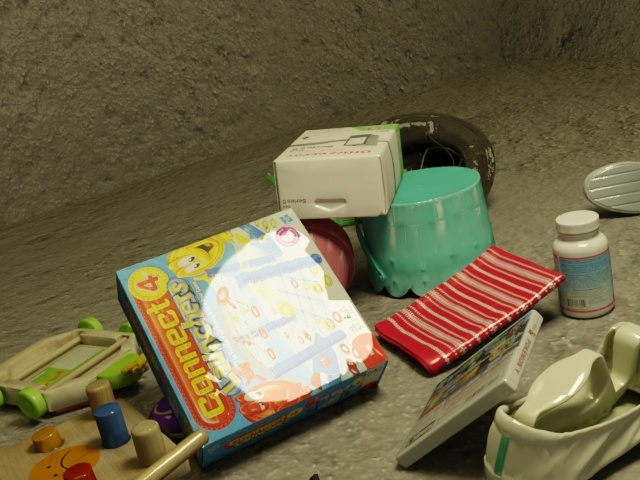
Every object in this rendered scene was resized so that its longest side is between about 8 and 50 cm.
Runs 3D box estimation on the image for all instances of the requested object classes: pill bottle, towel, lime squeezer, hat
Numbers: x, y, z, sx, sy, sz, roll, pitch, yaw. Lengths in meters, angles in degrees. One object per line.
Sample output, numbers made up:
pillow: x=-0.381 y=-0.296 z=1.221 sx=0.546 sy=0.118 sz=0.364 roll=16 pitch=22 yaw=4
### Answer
pill bottle: x=0.422 y=0.037 z=1.295 sx=0.087 sy=0.160 sz=0.087 roll=-11 pitch=19 yaw=4
towel: x=0.238 y=0.107 z=1.324 sx=0.275 sy=0.031 sz=0.199 roll=-33 pitch=23 yaw=-11
lime squeezer: x=0.002 y=-0.070 z=2.011 sx=0.310 sy=0.109 sz=0.059 roll=18 pitch=1 yaw=-2
hat: x=0.250 y=-0.152 z=1.932 sx=0.331 sy=0.331 sz=0.134 roll=-11 pitch=-19 yaw=7

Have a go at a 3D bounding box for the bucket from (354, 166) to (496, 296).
bucket: x=0.207 y=-0.026 z=1.590 sx=0.281 sy=0.183 sz=0.281 roll=-11 pitch=17 yaw=3

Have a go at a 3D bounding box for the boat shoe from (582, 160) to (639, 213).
boat shoe: x=0.697 y=-0.114 z=1.683 sx=0.302 sy=0.109 sz=0.094 roll=-3 pitch=3 yaw=2

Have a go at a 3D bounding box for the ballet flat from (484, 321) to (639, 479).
ballet flat: x=0.354 y=0.177 z=0.975 sx=0.400 sy=0.139 sz=0.139 roll=-24 pitch=21 yaw=-30

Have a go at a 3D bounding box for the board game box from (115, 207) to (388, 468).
board game box: x=-0.107 y=0.132 z=1.209 sx=0.302 sy=0.086 sz=0.308 roll=-22 pitch=62 yaw=-24

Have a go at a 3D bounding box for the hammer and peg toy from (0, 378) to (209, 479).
hammer and peg toy: x=-0.299 y=0.315 z=1.028 sx=0.266 sy=0.127 sz=0.361 roll=-22 pitch=20 yaw=-30

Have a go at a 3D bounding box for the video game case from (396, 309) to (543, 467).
video game case: x=0.195 y=0.190 z=1.040 sx=0.201 sy=0.023 sz=0.183 roll=-47 pitch=-2 yaw=34

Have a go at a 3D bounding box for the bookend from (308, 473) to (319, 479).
bookend: x=-0.084 y=0.340 z=0.891 sx=0.156 sy=0.072 sz=0.157 roll=-8 pitch=19 yaw=17

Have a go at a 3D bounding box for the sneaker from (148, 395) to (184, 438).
sneaker: x=-0.180 y=0.191 z=1.277 sx=0.102 sy=0.146 sz=0.293 roll=-1 pitch=21 yaw=32

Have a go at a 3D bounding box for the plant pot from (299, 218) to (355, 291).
plant pot: x=-0.033 y=0.078 z=1.471 sx=0.201 sy=0.201 sz=0.180 roll=-12 pitch=34 yaw=5

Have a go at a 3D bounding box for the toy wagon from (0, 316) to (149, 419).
toy wagon: x=-0.438 y=0.233 z=1.457 sx=0.344 sy=0.068 sz=0.267 roll=1 pitch=23 yaw=34

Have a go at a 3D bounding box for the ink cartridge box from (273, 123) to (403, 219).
ink cartridge box: x=0.043 y=-0.135 z=1.526 sx=0.198 sy=0.114 sz=0.273 roll=-2 pitch=19 yaw=13
